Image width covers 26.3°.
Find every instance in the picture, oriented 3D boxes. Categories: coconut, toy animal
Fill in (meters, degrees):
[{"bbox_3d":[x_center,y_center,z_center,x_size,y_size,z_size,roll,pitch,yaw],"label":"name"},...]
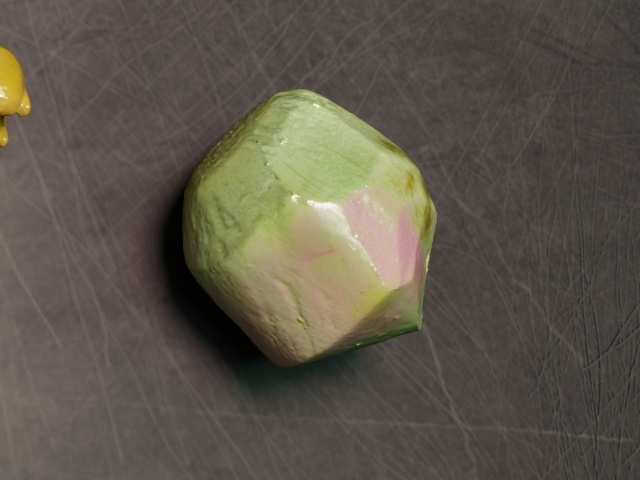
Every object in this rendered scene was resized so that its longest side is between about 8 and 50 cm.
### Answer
[{"bbox_3d":[0.000,0.000,1.148,0.236,0.236,0.204,43,90,-19],"label":"coconut"},{"bbox_3d":[-0.306,-0.118,1.033,0.159,0.070,0.083,-2,61,-39],"label":"toy animal"}]
